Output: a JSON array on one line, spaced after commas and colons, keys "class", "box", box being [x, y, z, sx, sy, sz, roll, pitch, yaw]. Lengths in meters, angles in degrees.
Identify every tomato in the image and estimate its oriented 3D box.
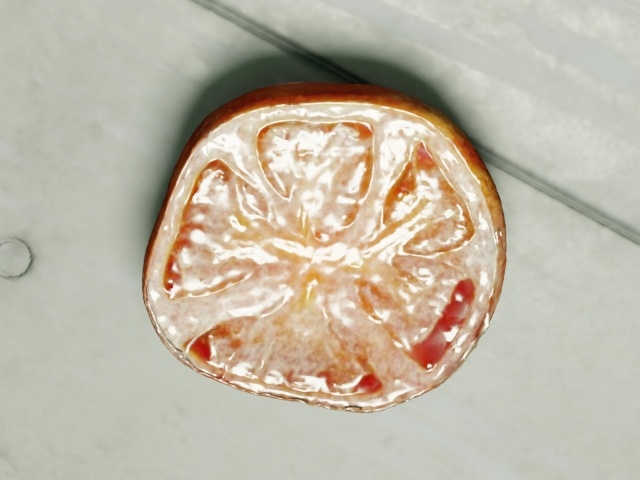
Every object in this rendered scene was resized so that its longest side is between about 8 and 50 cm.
[{"class": "tomato", "box": [0.000, 0.000, 1.298, 0.237, 0.095, 0.236, -1, 110, -3]}]
